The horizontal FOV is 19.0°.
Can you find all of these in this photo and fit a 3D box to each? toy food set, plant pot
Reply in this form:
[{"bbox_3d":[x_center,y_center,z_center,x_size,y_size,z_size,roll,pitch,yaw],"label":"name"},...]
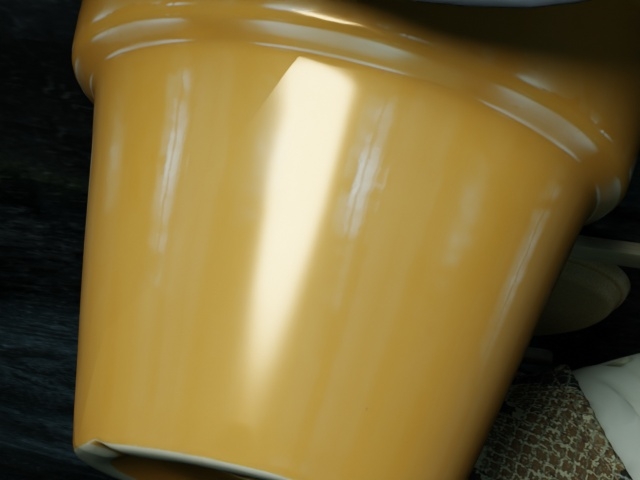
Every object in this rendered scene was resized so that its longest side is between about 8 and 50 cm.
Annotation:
[{"bbox_3d":[0.085,0.012,0.932,0.132,0.038,0.192,9,160,-9],"label":"toy food set"},{"bbox_3d":[0.000,0.000,0.666,0.205,0.188,0.205,13,164,4],"label":"plant pot"}]

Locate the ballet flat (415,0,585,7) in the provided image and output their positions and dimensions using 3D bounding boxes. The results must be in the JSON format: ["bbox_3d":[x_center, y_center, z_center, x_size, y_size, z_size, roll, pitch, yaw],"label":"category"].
[{"bbox_3d":[0.002,-0.108,0.517,0.203,0.074,0.074,12,164,16],"label":"ballet flat"}]

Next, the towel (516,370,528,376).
[{"bbox_3d":[0.079,0.098,1.231,0.197,0.029,0.144,25,160,-34],"label":"towel"}]

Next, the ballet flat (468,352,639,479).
[{"bbox_3d":[0.174,0.138,1.062,0.182,0.164,0.483,-32,162,7],"label":"ballet flat"}]
